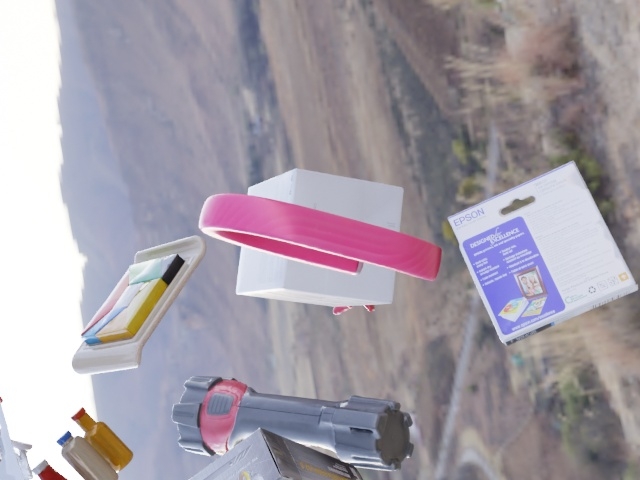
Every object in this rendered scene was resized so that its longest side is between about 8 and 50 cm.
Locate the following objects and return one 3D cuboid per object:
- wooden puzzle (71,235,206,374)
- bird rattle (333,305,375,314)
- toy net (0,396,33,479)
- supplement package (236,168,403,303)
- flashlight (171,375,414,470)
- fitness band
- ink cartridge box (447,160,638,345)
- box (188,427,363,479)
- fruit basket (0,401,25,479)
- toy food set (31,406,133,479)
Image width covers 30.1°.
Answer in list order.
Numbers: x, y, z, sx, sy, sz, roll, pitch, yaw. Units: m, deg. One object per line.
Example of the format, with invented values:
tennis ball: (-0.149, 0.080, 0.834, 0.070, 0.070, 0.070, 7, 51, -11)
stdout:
wooden puzzle: (-0.299, 0.101, 1.911, 0.221, 0.044, 0.239, -14, 43, 51)
bird rattle: (0.075, 0.037, 2.382, 0.253, 0.143, 0.207, 36, -128, -74)
toy net: (-0.451, 0.240, 1.624, 0.232, 0.122, 0.045, 56, -148, -30)
supplement package: (-0.006, 0.004, 2.047, 0.262, 0.198, 0.199, 168, 110, -69)
flashlight: (-0.034, 0.222, 1.419, 0.103, 0.304, 0.103, -30, -64, -52)
fitness band: (0.000, 0.000, 1.411, 0.209, 0.290, 0.054, 176, 107, -77)
ink cartridge box: (0.317, 0.019, 1.711, 0.045, 0.206, 0.208, 51, -164, -67)
box: (-0.086, 0.283, 1.149, 0.183, 0.231, 0.056, 35, -158, -54)
fruit basket: (-0.388, 0.289, 1.166, 0.353, 0.165, 0.327, -61, 43, 30)
toy food set: (-0.372, 0.344, 1.636, 0.104, 0.232, 0.111, 49, 166, -8)
